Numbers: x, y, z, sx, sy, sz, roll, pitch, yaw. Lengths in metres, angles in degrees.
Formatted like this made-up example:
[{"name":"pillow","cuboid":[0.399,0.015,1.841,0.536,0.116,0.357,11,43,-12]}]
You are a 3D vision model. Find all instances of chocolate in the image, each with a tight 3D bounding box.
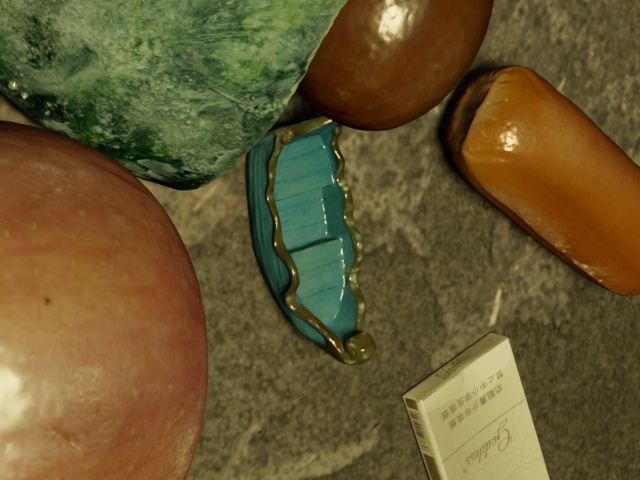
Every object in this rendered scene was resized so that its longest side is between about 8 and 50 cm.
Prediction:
[{"name":"chocolate","cuboid":[0.037,-0.157,0.918,0.177,0.177,0.176,-8,104,-36]}]

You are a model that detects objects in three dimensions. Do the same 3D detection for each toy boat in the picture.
[{"name":"toy boat","cuboid":[0.000,0.000,0.965,0.075,0.077,0.185,-17,109,-35]}]

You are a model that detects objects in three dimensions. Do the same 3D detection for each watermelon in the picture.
[{"name":"watermelon","cuboid":[-0.122,-0.194,0.823,0.290,0.213,0.320,19,130,-7]}]

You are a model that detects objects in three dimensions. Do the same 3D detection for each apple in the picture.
[{"name":"apple","cuboid":[-0.208,0.077,0.694,0.235,0.306,0.305,15,90,-53]}]

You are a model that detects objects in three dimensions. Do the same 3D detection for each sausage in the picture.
[{"name":"sausage","cuboid":[0.207,-0.043,1.101,0.274,0.105,0.105,35,78,-37]}]

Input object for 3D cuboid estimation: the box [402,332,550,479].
[{"name":"box","cuboid":[0.141,0.189,1.140,0.109,0.029,0.198,-31,115,-29]}]
